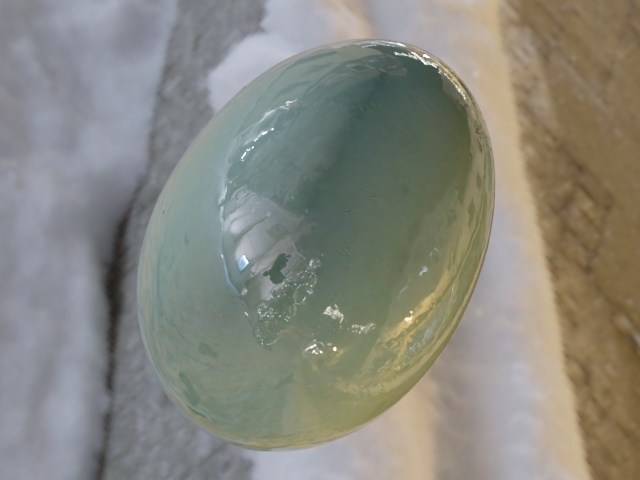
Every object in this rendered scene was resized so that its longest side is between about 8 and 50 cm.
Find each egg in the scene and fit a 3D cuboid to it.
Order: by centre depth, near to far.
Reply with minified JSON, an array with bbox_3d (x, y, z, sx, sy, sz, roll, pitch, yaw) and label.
[{"bbox_3d":[0.000,0.000,0.860,0.168,0.231,0.168,30,-10,6],"label":"egg"}]
